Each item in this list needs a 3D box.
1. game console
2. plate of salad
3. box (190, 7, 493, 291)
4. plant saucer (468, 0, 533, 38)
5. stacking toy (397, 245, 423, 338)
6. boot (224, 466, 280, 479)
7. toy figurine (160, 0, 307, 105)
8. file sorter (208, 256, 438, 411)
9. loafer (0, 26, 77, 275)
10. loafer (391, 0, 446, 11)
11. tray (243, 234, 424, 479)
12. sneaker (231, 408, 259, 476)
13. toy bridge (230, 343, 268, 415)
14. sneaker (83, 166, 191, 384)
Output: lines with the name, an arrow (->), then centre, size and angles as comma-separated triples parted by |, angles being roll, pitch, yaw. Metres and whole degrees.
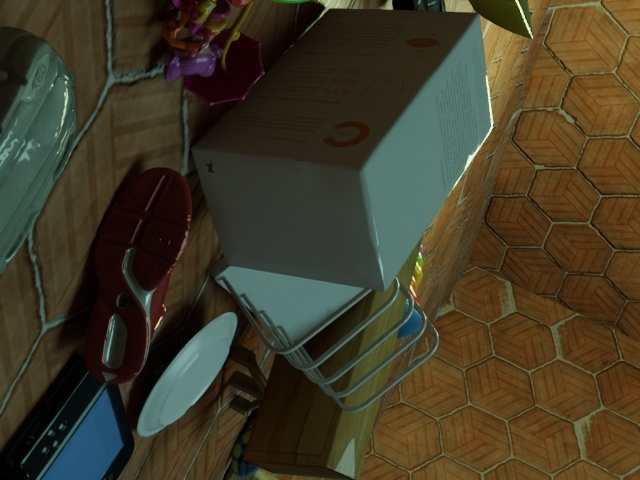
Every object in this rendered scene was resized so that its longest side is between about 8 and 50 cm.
game console -> -0.232, 0.303, 1.175 | 0.250, 0.173, 0.293 | -57, 165, -29
plate of salad -> -0.179, 0.170, 1.415 | 0.200, 0.048, 0.200 | -49, 165, -18
box -> 0.041, -0.122, 1.281 | 0.345, 0.215, 0.168 | -52, 140, -42
plant saucer -> 0.222, -0.460, 1.508 | 0.333, 0.081, 0.333 | -2, 82, -75
stacking toy -> 0.146, 0.033, 2.136 | 0.175, 0.166, 0.302 | -18, -143, 46
boot -> -0.095, 0.500, 2.077 | 0.077, 0.165, 0.213 | -58, 164, -23
toy figurine -> -0.095, -0.192, 0.990 | 0.173, 0.130, 0.159 | -20, 148, -41
file sorter -> 0.020, 0.090, 1.472 | 0.193, 0.173, 0.278 | -39, 147, 2
loafer -> -0.251, 0.011, 0.707 | 0.319, 0.112, 0.111 | -62, 158, -17
loafer -> 0.131, -0.374, 1.591 | 0.084, 0.096, 0.267 | -27, 148, -17
tray -> 0.021, 0.159, 1.690 | 0.076, 0.202, 0.411 | 33, 64, -33
sneaker -> -0.102, 0.352, 2.001 | 0.188, 0.067, 0.078 | -64, 161, -17
toy bridge -> -0.113, 0.234, 1.751 | 0.026, 0.063, 0.188 | -56, 165, -33
sneaker -> -0.188, 0.028, 1.115 | 0.128, 0.087, 0.221 | -121, -128, -82
